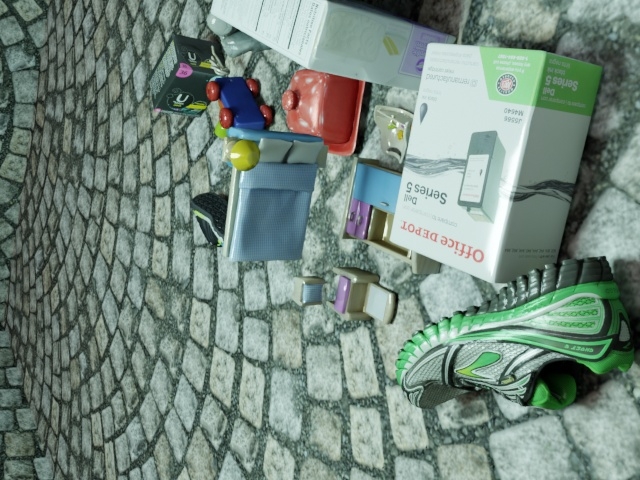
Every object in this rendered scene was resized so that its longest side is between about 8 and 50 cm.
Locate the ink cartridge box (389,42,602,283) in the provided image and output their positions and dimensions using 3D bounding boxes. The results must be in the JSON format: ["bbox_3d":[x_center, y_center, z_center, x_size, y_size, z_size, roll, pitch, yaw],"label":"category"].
[{"bbox_3d":[0.213,-0.100,0.931,0.198,0.114,0.273,25,109,52],"label":"ink cartridge box"}]

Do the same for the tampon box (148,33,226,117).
[{"bbox_3d":[-0.307,-0.375,1.685,0.161,0.120,0.102,-41,56,47],"label":"tampon box"}]

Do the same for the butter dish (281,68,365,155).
[{"bbox_3d":[-0.011,-0.234,1.257,0.160,0.118,0.160,23,107,54],"label":"butter dish"}]

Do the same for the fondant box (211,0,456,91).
[{"bbox_3d":[0.009,-0.331,1.126,0.330,0.238,0.096,43,122,47],"label":"fondant box"}]

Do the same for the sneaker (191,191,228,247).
[{"bbox_3d":[-0.205,-0.024,1.587,0.234,0.084,0.097,43,147,48],"label":"sneaker"}]

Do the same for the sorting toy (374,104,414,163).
[{"bbox_3d":[0.118,-0.162,1.138,0.083,0.044,0.075,41,129,47],"label":"sorting toy"}]

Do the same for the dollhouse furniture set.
[{"bbox_3d":[0.000,0.000,1.072,0.198,0.303,0.287,27,111,53],"label":"dollhouse furniture set"}]

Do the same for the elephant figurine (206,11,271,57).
[{"bbox_3d":[-0.134,-0.463,1.426,0.169,0.186,0.239,-30,29,13],"label":"elephant figurine"}]

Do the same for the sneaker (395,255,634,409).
[{"bbox_3d":[0.219,0.149,0.899,0.343,0.134,0.146,-39,58,47],"label":"sneaker"}]

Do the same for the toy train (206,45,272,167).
[{"bbox_3d":[-0.194,-0.280,1.552,0.248,0.105,0.143,63,149,35],"label":"toy train"}]
